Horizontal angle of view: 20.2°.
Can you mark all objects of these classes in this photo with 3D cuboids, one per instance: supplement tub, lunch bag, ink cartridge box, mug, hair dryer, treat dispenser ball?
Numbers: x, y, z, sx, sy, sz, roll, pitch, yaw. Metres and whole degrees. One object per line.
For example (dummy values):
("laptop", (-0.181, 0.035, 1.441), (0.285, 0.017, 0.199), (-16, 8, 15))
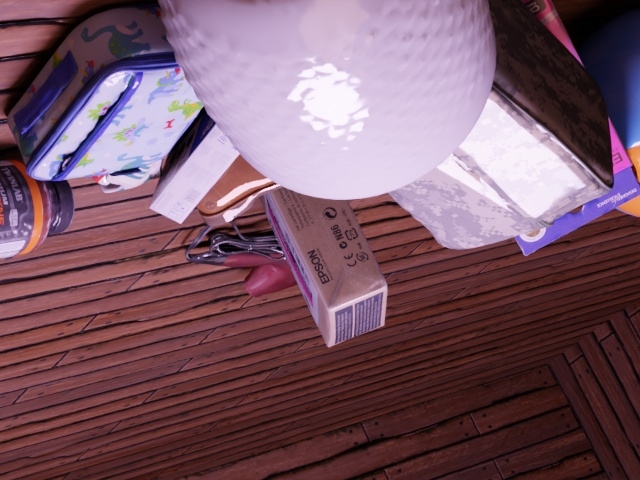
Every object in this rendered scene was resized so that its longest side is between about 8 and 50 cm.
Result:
("supplement tub", (-0.357, -0.030, 1.883), (0.198, 0.106, 0.106), (-12, 159, -44))
("lunch bag", (-0.204, -0.145, 1.793), (0.176, 0.090, 0.219), (-8, 155, -42))
("ink cartridge box", (-0.122, -0.112, 2.003), (0.046, 0.097, 0.207), (27, 142, -14))
("mug", (0.028, -0.251, 1.548), (0.374, 0.276, 0.328), (-48, 159, -5))
("lunch bag", (0.140, -0.137, 1.988), (0.256, 0.212, 0.305), (-31, 129, 28))
("ink cartridge box", (0.000, 0.000, 2.298), (0.088, 0.234, 0.193), (-24, 163, -7))
("hair dryer", (-0.078, 0.007, 2.547), (0.224, 0.080, 0.293), (-9, 157, -3))
("ink cartridge box", (0.258, -0.138, 2.180), (0.176, 0.069, 0.371), (-28, 125, 7))
("treat dispenser ball", (0.458, -0.170, 2.374), (0.288, 0.288, 0.288), (-24, 164, -7))

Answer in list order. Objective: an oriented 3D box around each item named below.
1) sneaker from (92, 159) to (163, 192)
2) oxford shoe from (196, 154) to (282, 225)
("sneaker", (-0.220, -0.091, 1.988), (0.075, 0.057, 0.161), (-29, 168, -11))
("oxford shoe", (-0.069, -0.105, 2.174), (0.212, 0.076, 0.076), (-36, 124, -2))
